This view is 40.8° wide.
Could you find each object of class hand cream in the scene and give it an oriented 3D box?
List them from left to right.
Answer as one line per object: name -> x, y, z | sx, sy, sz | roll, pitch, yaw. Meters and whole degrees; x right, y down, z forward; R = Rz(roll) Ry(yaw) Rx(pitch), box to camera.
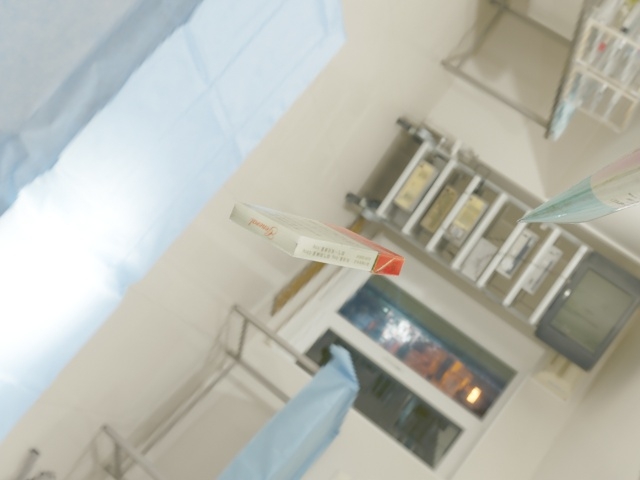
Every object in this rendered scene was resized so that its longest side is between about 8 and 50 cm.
hand cream -> 0.393, -0.072, 1.137 | 0.111, 0.070, 0.312 | 0, 166, -23

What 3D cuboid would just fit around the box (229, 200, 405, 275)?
box -> 0.000, 0.000, 1.225 | 0.245, 0.139, 0.035 | 13, 101, -51
